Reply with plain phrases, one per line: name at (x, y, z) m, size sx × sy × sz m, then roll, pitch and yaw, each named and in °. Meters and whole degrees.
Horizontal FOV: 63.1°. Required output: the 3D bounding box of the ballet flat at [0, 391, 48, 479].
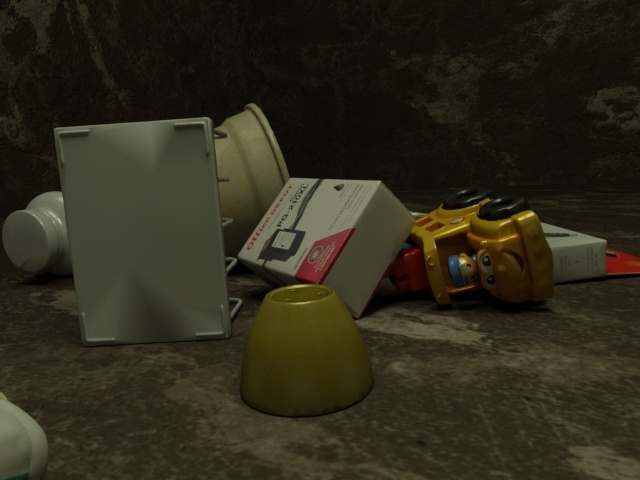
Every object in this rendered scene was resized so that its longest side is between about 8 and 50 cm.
ballet flat at (-0.360, 0.135, 0.423) m, size 0.400 × 0.139 × 0.139 m, roll 8°, pitch 15°, yaw 35°

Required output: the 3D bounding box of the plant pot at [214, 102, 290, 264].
plant pot at (-0.236, -0.069, 1.041) m, size 0.306 × 0.333 × 0.334 m, roll -19°, pitch 14°, yaw -14°

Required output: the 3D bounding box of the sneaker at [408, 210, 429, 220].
sneaker at (0.210, -0.006, 1.073) m, size 0.084 × 0.083 × 0.215 m, roll 8°, pitch -3°, yaw 33°

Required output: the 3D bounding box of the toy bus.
toy bus at (0.191, 0.025, 0.759) m, size 0.212 × 0.149 × 0.220 m, roll -19°, pitch 15°, yaw -8°

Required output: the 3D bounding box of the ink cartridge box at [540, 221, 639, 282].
ink cartridge box at (0.423, 0.006, 0.945) m, size 0.261 × 0.066 × 0.296 m, roll -6°, pitch 11°, yaw -4°

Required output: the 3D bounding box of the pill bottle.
pill bottle at (-0.521, -0.029, 1.166) m, size 0.182 × 0.181 × 0.323 m, roll 0°, pitch 11°, yaw 20°

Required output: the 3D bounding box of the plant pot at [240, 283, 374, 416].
plant pot at (-0.017, 0.097, 0.517) m, size 0.134 × 0.095 × 0.134 m, roll -4°, pitch 11°, yaw 1°

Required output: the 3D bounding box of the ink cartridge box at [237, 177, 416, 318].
ink cartridge box at (0.000, 0.000, 0.799) m, size 0.100 × 0.172 × 0.237 m, roll 42°, pitch -17°, yaw -32°

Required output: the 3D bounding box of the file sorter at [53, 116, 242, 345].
file sorter at (-0.219, -0.018, 0.731) m, size 0.193 × 0.277 × 0.173 m, roll -4°, pitch 8°, yaw 1°
